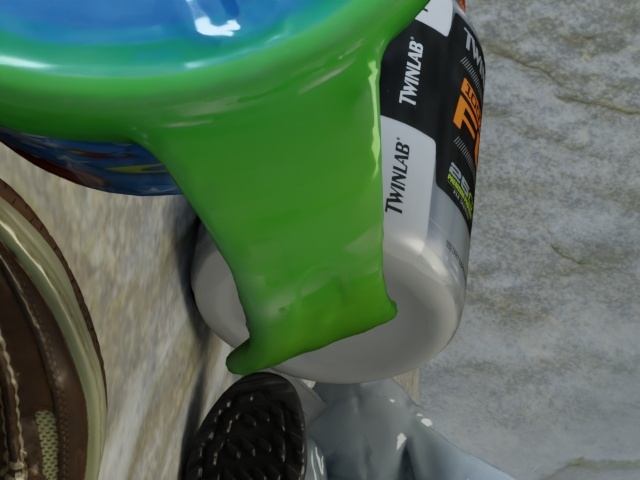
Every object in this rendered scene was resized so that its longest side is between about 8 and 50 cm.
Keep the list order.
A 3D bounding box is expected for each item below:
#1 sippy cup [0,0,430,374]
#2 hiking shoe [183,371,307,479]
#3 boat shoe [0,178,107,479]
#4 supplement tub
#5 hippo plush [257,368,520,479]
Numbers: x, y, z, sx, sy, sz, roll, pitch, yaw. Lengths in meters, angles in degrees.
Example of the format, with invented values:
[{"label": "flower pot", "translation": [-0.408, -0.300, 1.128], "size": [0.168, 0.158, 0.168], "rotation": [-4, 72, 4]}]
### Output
[{"label": "sippy cup", "translation": [-0.062, -0.120, 0.520], "size": [0.224, 0.240, 0.306], "rotation": [105, -1, -77]}, {"label": "hiking shoe", "translation": [-0.062, 0.208, 1.089], "size": [0.114, 0.086, 0.227], "rotation": [113, -11, -75]}, {"label": "boat shoe", "translation": [-0.128, 0.096, 0.530], "size": [0.095, 0.095, 0.258], "rotation": [-63, 155, -52]}, {"label": "supplement tub", "translation": [0.022, -0.070, 1.121], "size": [0.194, 0.193, 0.316], "rotation": [82, 14, -51]}, {"label": "hippo plush", "translation": [0.011, 0.215, 1.301], "size": [0.294, 0.234, 0.236], "rotation": [52, -13, 2]}]
